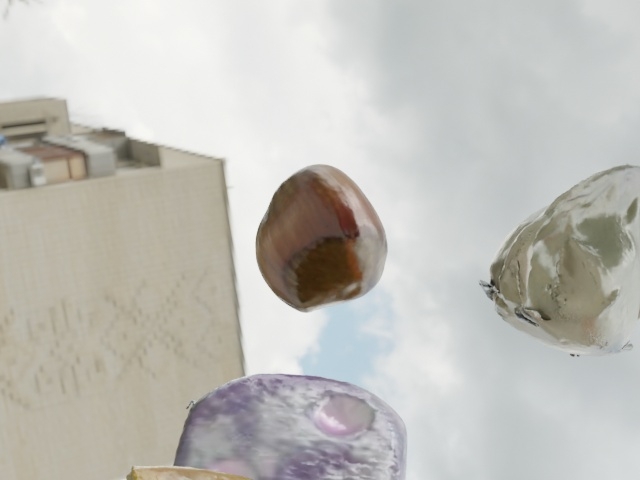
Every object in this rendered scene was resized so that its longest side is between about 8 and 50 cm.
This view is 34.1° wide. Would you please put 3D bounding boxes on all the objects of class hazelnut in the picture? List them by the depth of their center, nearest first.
[{"bbox_3d":[0.007,-0.001,1.510,0.210,0.186,0.210,-62,-170,19],"label":"hazelnut"}]

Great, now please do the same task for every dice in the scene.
[{"bbox_3d":[-0.037,0.341,1.265,0.270,0.271,0.270,-79,172,-52],"label":"dice"}]

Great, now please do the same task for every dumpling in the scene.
[{"bbox_3d":[0.283,0.025,1.167,0.163,0.293,0.205,1,-103,42],"label":"dumpling"}]

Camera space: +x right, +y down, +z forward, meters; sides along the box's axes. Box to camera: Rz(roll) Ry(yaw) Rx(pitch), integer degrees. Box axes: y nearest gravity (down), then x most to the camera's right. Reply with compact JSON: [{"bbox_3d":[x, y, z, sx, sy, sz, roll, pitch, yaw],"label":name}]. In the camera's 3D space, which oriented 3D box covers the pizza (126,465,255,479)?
[{"bbox_3d":[-0.101,0.311,0.960,0.223,0.323,0.089,-47,-142,7],"label":"pizza"}]
